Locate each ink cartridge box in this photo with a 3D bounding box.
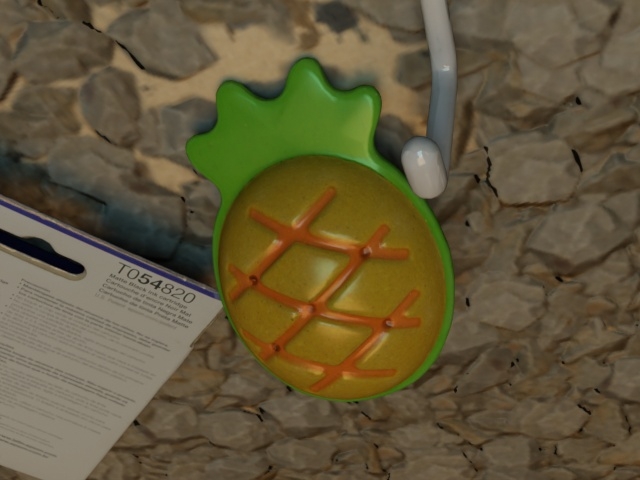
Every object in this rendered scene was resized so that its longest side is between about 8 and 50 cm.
[{"bbox_3d":[-0.197,0.044,0.640,0.223,0.045,0.224,26,128,-21],"label":"ink cartridge box"}]

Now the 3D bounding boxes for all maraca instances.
[{"bbox_3d":[0.000,0.000,0.560,0.127,0.099,0.185,-15,104,13],"label":"maraca"}]

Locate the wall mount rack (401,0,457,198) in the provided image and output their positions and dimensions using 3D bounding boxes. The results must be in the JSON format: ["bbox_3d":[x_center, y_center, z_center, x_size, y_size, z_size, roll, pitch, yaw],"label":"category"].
[{"bbox_3d":[0.116,-0.139,0.357,0.350,0.130,0.304,-1,142,17],"label":"wall mount rack"}]
